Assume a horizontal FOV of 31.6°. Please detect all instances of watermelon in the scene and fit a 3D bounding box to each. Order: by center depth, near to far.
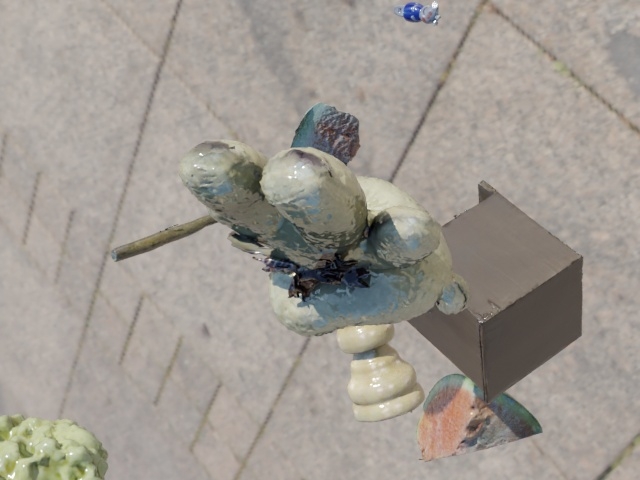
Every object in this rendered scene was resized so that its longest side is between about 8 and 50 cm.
[{"bbox_3d":[-0.007,-0.118,1.651,0.094,0.081,0.180,31,113,-2],"label":"watermelon"},{"bbox_3d":[0.257,0.286,1.802,0.231,0.146,0.128,142,132,-64],"label":"watermelon"}]

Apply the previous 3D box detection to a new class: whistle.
[{"bbox_3d":[0.134,-0.317,1.564,0.083,0.029,0.033,18,114,43],"label":"whistle"}]

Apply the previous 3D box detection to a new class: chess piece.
[{"bbox_3d":[0.086,0.190,2.055,0.143,0.143,0.260,-10,103,51],"label":"chess piece"}]

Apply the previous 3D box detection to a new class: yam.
[{"bbox_3d":[-0.242,-0.013,1.869,0.027,0.234,0.029,5,113,52],"label":"yam"}]

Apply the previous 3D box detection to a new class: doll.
[{"bbox_3d":[-0.004,0.000,0.863,0.149,0.278,0.175,-47,59,5],"label":"doll"}]

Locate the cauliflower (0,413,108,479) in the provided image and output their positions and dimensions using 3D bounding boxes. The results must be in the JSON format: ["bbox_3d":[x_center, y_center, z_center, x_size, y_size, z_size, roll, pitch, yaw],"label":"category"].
[{"bbox_3d":[-0.267,0.260,0.903,0.281,0.260,0.327,42,174,5],"label":"cauliflower"}]

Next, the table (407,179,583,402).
[{"bbox_3d":[0.218,0.066,1.493,0.193,0.169,0.172,43,156,38],"label":"table"}]
